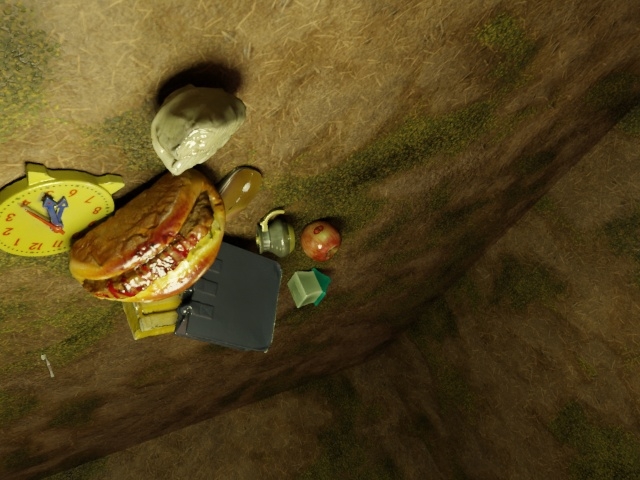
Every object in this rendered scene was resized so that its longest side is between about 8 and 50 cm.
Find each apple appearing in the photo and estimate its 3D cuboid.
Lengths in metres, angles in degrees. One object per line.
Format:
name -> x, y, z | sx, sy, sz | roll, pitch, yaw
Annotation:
apple -> 0.000, 0.000, 2.078 | 0.146, 0.131, 0.146 | -36, 156, -19

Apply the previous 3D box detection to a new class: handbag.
handbag -> -0.287, 0.171, 1.847 | 0.329, 0.303, 0.122 | 22, 158, -39

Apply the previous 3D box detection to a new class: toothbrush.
toothbrush -> -0.937, 0.430, 2.062 | 0.017, 0.014, 0.194 | -18, 154, -22

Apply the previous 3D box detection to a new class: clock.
clock -> -0.615, -0.051, 1.388 | 0.277, 0.071, 0.293 | -1, 145, -46

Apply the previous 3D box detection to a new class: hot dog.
hot dog -> -0.398, 0.014, 1.454 | 0.405, 0.223, 0.185 | -39, 140, -6

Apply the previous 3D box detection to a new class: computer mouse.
computer mouse -> -0.263, -0.111, 1.671 | 0.245, 0.056, 0.126 | -41, 154, 22

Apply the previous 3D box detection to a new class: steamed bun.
steamed bun -> -0.276, -0.251, 1.281 | 0.211, 0.144, 0.218 | -37, -174, 37

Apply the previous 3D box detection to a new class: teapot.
teapot -> -0.147, -0.023, 1.908 | 0.119, 0.130, 0.165 | -6, 118, -13

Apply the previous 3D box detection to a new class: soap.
soap -> -0.453, 0.186, 1.882 | 0.315, 0.199, 0.091 | -8, 156, -42

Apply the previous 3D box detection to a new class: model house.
model house -> -0.037, 0.187, 2.408 | 0.149, 0.127, 0.100 | -8, 149, -31
